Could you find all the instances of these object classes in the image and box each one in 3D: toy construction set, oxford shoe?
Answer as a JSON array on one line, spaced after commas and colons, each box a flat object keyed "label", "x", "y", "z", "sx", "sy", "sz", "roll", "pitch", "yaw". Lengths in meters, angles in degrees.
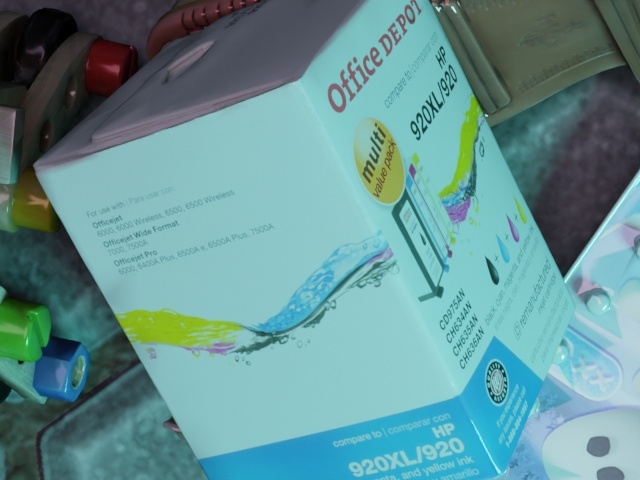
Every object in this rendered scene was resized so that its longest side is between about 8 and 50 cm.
[{"label": "toy construction set", "x": -0.176, "y": 0.007, "z": 0.988, "sx": 0.309, "sy": 0.237, "sz": 0.257, "roll": 36, "pitch": 97, "yaw": 5}, {"label": "oxford shoe", "x": 0.090, "y": -0.157, "z": 1.015, "sx": 0.397, "sy": 0.140, "sz": 0.146, "roll": -7, "pitch": 52, "yaw": 17}]

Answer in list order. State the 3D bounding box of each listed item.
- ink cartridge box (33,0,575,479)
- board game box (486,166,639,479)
[{"label": "ink cartridge box", "x": 0.000, "y": 0.000, "z": 0.921, "sx": 0.168, "sy": 0.171, "sz": 0.232, "roll": -16, "pitch": 112, "yaw": 31}, {"label": "board game box", "x": 0.279, "y": 0.165, "z": 0.996, "sx": 0.390, "sy": 0.050, "sz": 0.390, "roll": 35, "pitch": 103, "yaw": 6}]
